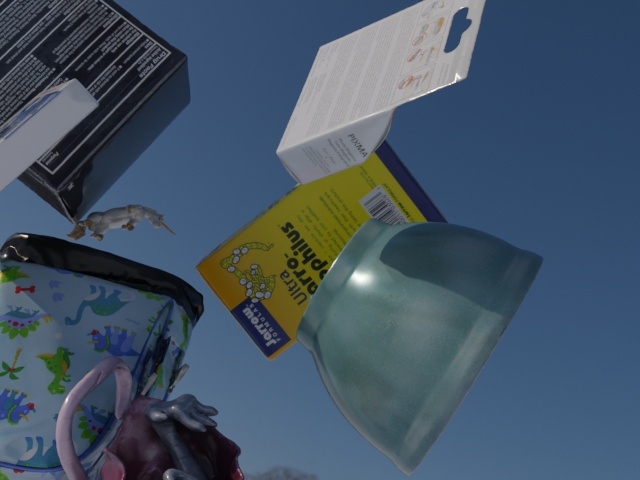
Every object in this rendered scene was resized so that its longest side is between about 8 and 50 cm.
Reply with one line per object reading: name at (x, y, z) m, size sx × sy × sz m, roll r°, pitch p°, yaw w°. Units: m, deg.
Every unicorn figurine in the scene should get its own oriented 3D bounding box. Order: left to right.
unicorn figurine at (-0.313, -0.032, 1.308) m, size 0.162 × 0.060 × 0.111 m, roll 2°, pitch 9°, yaw -8°

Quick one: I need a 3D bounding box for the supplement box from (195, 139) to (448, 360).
supplement box at (0.000, 0.000, 1.360) m, size 0.195 × 0.357 × 0.194 m, roll 52°, pitch 2°, yaw -5°

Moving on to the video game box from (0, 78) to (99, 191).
video game box at (-0.377, -0.108, 0.993) m, size 0.048 × 0.205 × 0.187 m, roll 50°, pitch -21°, yaw -21°

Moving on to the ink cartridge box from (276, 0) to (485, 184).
ink cartridge box at (0.075, -0.168, 0.863) m, size 0.232 × 0.189 × 0.066 m, roll -12°, pitch -47°, yaw 34°

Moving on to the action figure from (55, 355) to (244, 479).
action figure at (-0.210, 0.357, 0.861) m, size 0.276 × 0.248 × 0.370 m, roll 30°, pitch -63°, yaw 9°

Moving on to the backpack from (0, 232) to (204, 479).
backpack at (-0.324, 0.179, 1.021) m, size 0.290 × 0.355 × 0.273 m, roll 17°, pitch -19°, yaw -3°

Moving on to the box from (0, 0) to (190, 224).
box at (-0.411, -0.238, 1.305) m, size 0.294 × 0.296 × 0.182 m, roll 38°, pitch -16°, yaw 6°

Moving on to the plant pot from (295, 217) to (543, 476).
plant pot at (0.096, 0.094, 0.961) m, size 0.196 × 0.293 × 0.293 m, roll 31°, pitch -21°, yaw 10°
